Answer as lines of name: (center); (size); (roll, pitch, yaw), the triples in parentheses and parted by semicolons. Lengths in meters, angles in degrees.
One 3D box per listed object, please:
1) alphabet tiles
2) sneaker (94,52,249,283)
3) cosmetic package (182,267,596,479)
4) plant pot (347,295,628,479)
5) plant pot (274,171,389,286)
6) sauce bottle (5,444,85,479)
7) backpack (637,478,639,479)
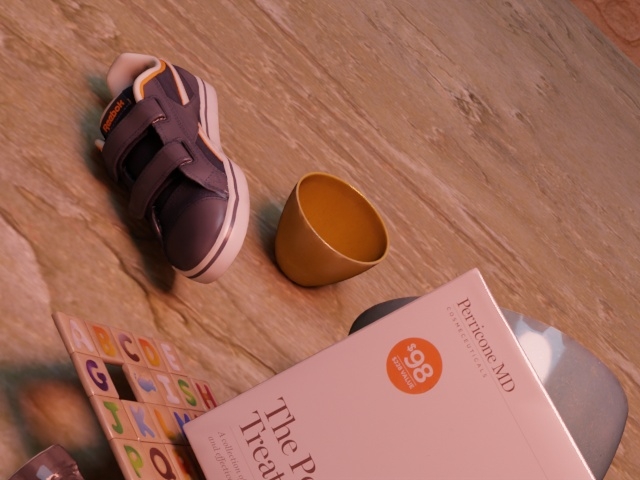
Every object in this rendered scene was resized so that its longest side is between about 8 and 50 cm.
alphabet tiles: (-0.128, 0.163, 0.927); (0.198, 0.009, 0.237); (59, 11, 22)
sneaker: (-0.170, -0.086, 1.138); (0.127, 0.126, 0.321); (25, 27, -34)
cosmetic package: (0.096, 0.254, 0.868); (0.377, 0.284, 0.097); (62, 5, 13)
plant pot: (0.134, 0.216, 1.031); (0.290, 0.290, 0.195); (34, 56, -16)
plant pot: (0.000, 0.000, 1.249); (0.134, 0.095, 0.134); (27, 38, -24)
sauce bottle: (-0.115, 0.304, 0.791); (0.344, 0.111, 0.111); (46, 33, 7)
backpack: (0.353, 0.375, 1.139); (0.276, 0.213, 0.263); (56, 24, 21)
